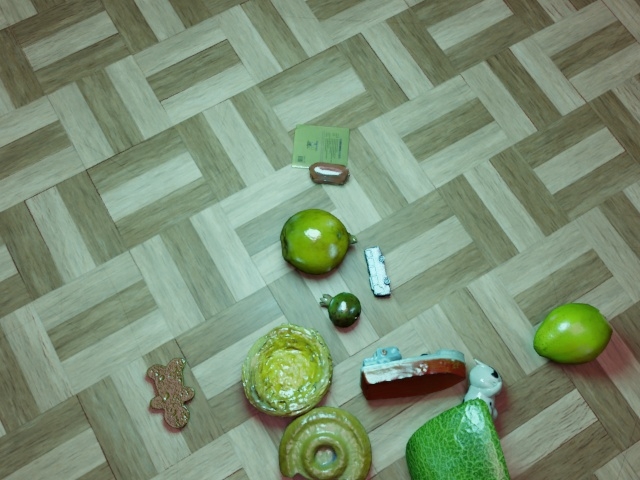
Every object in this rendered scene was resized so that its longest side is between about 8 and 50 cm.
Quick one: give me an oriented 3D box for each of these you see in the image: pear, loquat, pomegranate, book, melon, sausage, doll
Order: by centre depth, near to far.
[{"bbox_3d":[0.415,0.660,1.558,0.331,0.226,0.343,-42,44,23],"label":"melon"},{"bbox_3d":[0.492,0.462,1.717,0.107,0.110,0.180,7,70,42],"label":"doll"},{"bbox_3d":[0.764,0.294,1.745,0.220,0.187,0.187,-35,77,3],"label":"pear"},{"bbox_3d":[0.059,0.208,1.783,0.142,0.114,0.114,26,73,31],"label":"pomegranate"},{"bbox_3d":[0.000,0.000,1.798,0.246,0.213,0.213,-4,73,-14],"label":"loquat"},{"bbox_3d":[0.030,-0.226,1.926,0.142,0.076,0.076,4,73,1],"label":"sausage"},{"bbox_3d":[0.002,-0.324,1.984,0.193,0.013,0.167,5,74,0],"label":"book"}]

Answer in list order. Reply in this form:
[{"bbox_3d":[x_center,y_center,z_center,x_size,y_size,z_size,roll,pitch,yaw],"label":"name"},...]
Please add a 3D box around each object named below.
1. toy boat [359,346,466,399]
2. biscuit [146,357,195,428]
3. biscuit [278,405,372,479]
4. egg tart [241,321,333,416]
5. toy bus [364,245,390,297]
[{"bbox_3d":[0.281,0.385,1.725,0.332,0.145,0.133,-6,46,-4],"label":"toy boat"},{"bbox_3d":[-0.451,0.467,1.726,0.138,0.031,0.204,-18,75,-6],"label":"biscuit"},{"bbox_3d":[0.014,0.597,1.671,0.275,0.091,0.213,-1,75,0],"label":"biscuit"},{"bbox_3d":[-0.099,0.388,1.726,0.291,0.107,0.290,1,78,-3],"label":"egg tart"},{"bbox_3d":[0.185,0.103,1.846,0.065,0.047,0.165,-11,73,0],"label":"toy bus"}]
